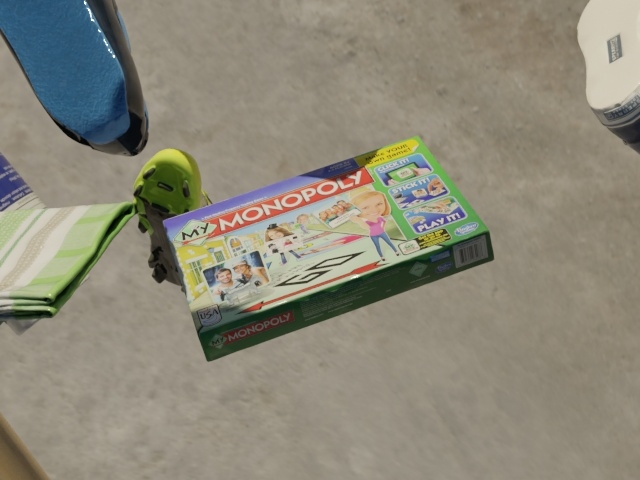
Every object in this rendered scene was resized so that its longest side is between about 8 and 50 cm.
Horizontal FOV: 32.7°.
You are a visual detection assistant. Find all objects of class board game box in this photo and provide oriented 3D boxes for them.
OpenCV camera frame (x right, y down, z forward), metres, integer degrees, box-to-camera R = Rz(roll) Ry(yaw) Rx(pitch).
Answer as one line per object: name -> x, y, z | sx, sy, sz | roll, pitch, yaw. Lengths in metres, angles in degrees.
board game box -> 0.000, 0.000, 1.195 | 0.317, 0.046, 0.213 | -19, 38, -6

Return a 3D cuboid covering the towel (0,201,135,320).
towel -> -0.208, 0.010, 0.711 | 0.152, 0.023, 0.113 | -4, 37, 26

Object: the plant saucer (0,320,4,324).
plant saucer -> -0.572, 0.035, 1.590 | 0.317, 0.044, 0.318 | -7, 60, 13

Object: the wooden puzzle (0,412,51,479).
wooden puzzle -> -0.476, 0.402, 1.358 | 0.080, 0.322, 0.348 | -8, 32, 34

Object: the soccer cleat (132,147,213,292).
soccer cleat -> -0.191, -0.045, 1.493 | 0.093, 0.289, 0.121 | 20, 57, 10

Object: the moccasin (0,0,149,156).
moccasin -> -0.267, -0.221, 1.084 | 0.137, 0.117, 0.342 | -22, 69, 5

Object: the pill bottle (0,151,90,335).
pill bottle -> -0.436, -0.013, 1.446 | 0.153, 0.153, 0.265 | -38, 96, 3

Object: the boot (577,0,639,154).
boot -> 0.248, -0.130, 0.841 | 0.069, 0.086, 0.190 | -26, 32, 37
